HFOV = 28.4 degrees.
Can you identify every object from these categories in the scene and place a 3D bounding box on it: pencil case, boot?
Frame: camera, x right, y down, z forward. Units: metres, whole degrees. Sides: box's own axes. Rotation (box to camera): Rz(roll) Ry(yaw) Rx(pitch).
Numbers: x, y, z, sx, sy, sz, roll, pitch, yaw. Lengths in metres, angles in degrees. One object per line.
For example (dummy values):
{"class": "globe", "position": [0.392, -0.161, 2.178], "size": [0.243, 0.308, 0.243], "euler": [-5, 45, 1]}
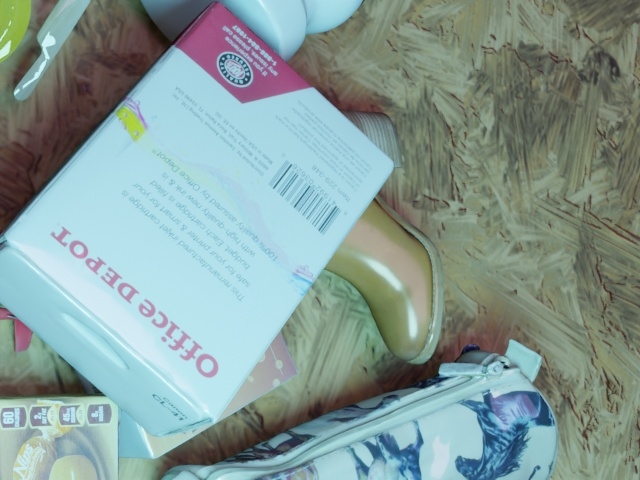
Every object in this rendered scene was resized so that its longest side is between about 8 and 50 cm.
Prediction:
{"class": "pencil case", "position": [0.041, 0.228, 1.227], "size": [0.410, 0.160, 0.183], "euler": [-17, 118, -32]}
{"class": "boot", "position": [0.000, 0.000, 1.270], "size": [0.220, 0.109, 0.283], "euler": [-8, 85, -34]}

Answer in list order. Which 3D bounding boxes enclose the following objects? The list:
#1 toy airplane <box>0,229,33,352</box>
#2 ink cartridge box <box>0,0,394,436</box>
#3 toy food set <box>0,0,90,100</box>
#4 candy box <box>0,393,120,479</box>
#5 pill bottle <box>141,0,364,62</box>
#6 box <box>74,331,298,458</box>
{"class": "toy airplane", "position": [-0.285, 0.061, 1.102], "size": [0.151, 0.028, 0.151], "euler": [-23, 122, -41]}
{"class": "ink cartridge box", "position": [-0.113, -0.020, 1.094], "size": [0.226, 0.131, 0.306], "euler": [43, 60, -11]}
{"class": "toy food set", "position": [-0.334, -0.217, 1.132], "size": [0.218, 0.071, 0.128], "euler": [24, 94, -25]}
{"class": "candy box", "position": [-0.327, 0.222, 1.045], "size": [0.316, 0.087, 0.182], "euler": [2, 84, -32]}
{"class": "pill bottle", "position": [-0.009, -0.339, 1.260], "size": [0.210, 0.210, 0.363], "euler": [46, 62, -18]}
{"class": "box", "position": [-0.131, 0.108, 1.185], "size": [0.170, 0.091, 0.130], "euler": [-28, 97, -31]}
